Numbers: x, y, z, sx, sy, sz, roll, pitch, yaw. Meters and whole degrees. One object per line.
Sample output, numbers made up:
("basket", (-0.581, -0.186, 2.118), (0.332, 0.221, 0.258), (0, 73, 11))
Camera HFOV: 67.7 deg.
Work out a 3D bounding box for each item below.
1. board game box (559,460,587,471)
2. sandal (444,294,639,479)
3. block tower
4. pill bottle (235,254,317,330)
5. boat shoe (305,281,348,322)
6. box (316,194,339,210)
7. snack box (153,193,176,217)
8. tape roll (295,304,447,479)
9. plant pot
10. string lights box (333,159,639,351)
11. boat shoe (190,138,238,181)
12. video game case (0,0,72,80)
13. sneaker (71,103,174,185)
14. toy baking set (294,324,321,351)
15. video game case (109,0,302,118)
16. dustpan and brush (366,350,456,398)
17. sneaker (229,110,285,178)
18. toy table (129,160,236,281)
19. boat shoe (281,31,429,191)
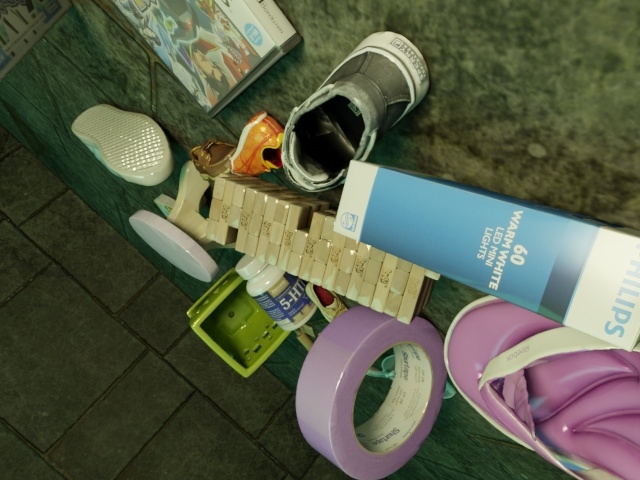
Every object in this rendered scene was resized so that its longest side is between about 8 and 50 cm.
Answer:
("board game box", (0.435, 0.254, 0.421), (0.347, 0.078, 0.233), (40, 139, 5))
("sandal", (0.228, 0.140, 0.410), (0.416, 0.102, 0.169), (-168, 81, -65))
("block tower", (0.000, 0.000, 0.630), (0.336, 0.091, 0.097), (20, 106, 22))
("pill bottle", (-0.100, 0.104, 1.077), (0.186, 0.112, 0.112), (50, 157, -20))
("boat shoe", (0.022, 0.139, 1.021), (0.135, 0.050, 0.045), (42, 163, 0))
("box", (-0.005, -0.016, 0.737), (0.052, 0.083, 0.062), (34, 156, 17))
("snack box", (-0.406, -0.064, 1.373), (0.100, 0.037, 0.141), (25, 152, 40))
("tape roll", (0.094, 0.249, 0.804), (0.090, 0.275, 0.274), (14, 145, 50))
("plant pot", (-0.238, 0.219, 1.381), (0.227, 0.228, 0.207), (50, 163, -20))
("string lights box", (0.155, -0.003, 0.423), (0.260, 0.076, 0.133), (24, -165, 39))
("boat shoe", (-0.185, -0.143, 0.828), (0.060, 0.064, 0.178), (50, 159, -24))
("video game case", (-0.480, -0.394, 0.615), (0.328, 0.036, 0.299), (-95, -16, -47))
("sneaker", (-0.399, -0.188, 1.040), (0.366, 0.135, 0.150), (35, 166, 39))
("toy baking set", (0.016, 0.336, 1.418), (0.197, 0.030, 0.256), (13, 144, 50))
("video game case", (-0.169, -0.287, 0.577), (0.248, 0.035, 0.275), (50, 157, -18))
("dustpan and brush", (0.168, 0.285, 1.032), (0.147, 0.060, 0.211), (50, 156, -20))
("sneaker", (-0.092, -0.121, 0.715), (0.067, 0.064, 0.175), (46, 158, 0))
("toy table", (-0.283, -0.035, 1.061), (0.274, 0.161, 0.252), (29, 154, 28))
("boat shoe", (0.003, -0.105, 0.534), (0.108, 0.102, 0.301), (46, 157, -9))
